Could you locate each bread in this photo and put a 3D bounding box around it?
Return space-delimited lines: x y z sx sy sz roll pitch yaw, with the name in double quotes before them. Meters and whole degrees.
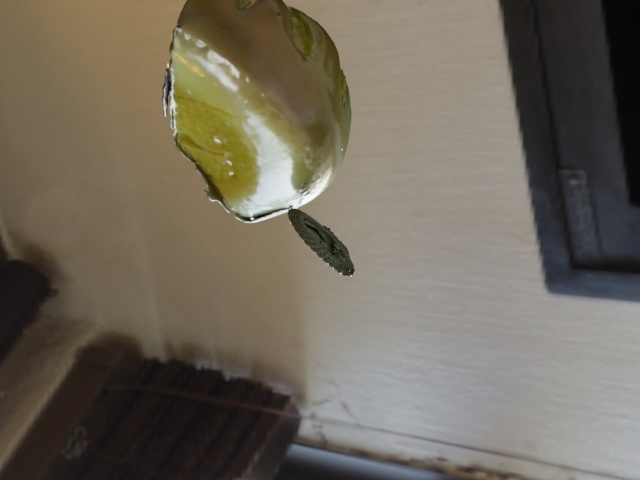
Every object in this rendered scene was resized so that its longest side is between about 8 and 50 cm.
"bread" -0.041 -0.127 1.118 0.158 0.156 0.260 -57 -13 -29

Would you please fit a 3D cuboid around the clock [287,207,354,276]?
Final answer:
"clock" 0.000 0.000 1.100 0.010 0.074 0.083 -42 -56 17
